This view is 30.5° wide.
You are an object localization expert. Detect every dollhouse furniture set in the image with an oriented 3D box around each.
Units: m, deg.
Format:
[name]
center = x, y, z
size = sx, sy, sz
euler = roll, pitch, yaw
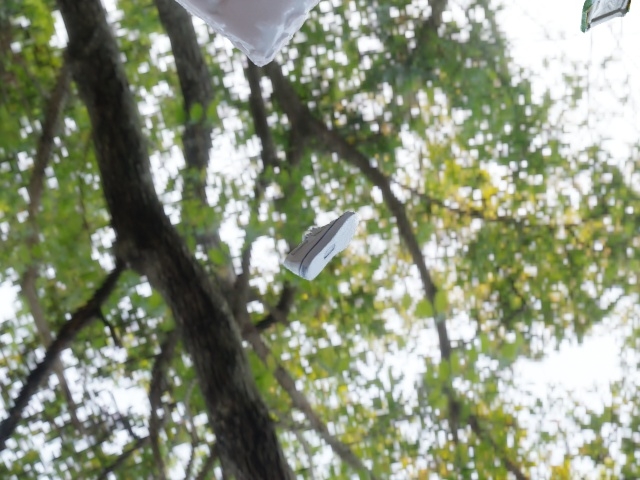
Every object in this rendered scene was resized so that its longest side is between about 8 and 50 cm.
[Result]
[dollhouse furniture set]
center = 0.258, -0.239, 0.992
size = 0.152, 0.076, 0.058
euler = -26, -125, -32

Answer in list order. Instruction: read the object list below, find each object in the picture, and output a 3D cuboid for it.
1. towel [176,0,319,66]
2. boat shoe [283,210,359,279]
[towel]
center = -0.077, -0.381, 1.082
size = 0.317, 0.053, 0.331
euler = 36, -91, 0
[boat shoe]
center = 0.000, 0.000, 1.111
size = 0.035, 0.035, 0.100
euler = 22, -133, 24
